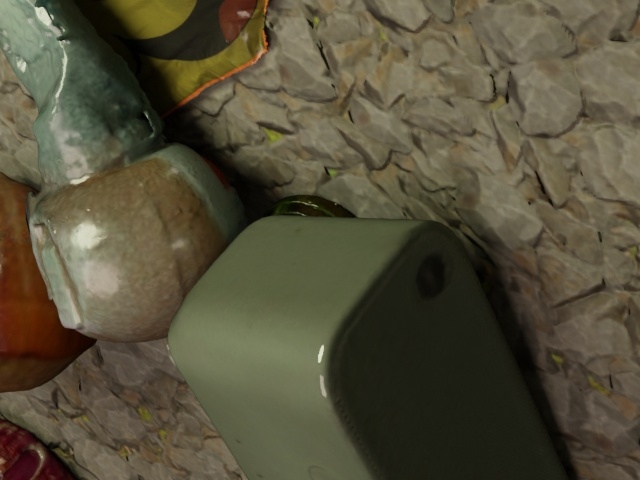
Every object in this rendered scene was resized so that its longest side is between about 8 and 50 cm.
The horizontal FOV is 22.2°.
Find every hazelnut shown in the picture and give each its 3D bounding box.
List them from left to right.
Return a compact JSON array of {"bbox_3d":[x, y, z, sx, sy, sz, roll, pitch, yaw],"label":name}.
[{"bbox_3d":[-0.301,0.040,1.492,0.214,0.176,0.214,5,101,30],"label":"hazelnut"}]

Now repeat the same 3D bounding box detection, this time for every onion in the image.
[{"bbox_3d":[-0.373,0.311,1.808,0.230,0.163,0.230,25,134,29],"label":"onion"}]

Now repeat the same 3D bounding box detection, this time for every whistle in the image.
[{"bbox_3d":[-0.164,-0.063,1.313,0.189,0.189,0.347,-13,102,45],"label":"whistle"}]

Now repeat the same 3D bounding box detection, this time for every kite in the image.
[{"bbox_3d":[-0.174,-0.234,1.254,0.327,0.013,0.377,25,141,20],"label":"kite"}]

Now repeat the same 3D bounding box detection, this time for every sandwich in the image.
[{"bbox_3d":[0.004,0.000,1.317,0.101,0.026,0.069,43,139,-4],"label":"sandwich"}]

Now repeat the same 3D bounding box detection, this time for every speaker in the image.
[{"bbox_3d":[0.053,0.165,1.296,0.184,0.183,0.406,7,137,41],"label":"speaker"}]
